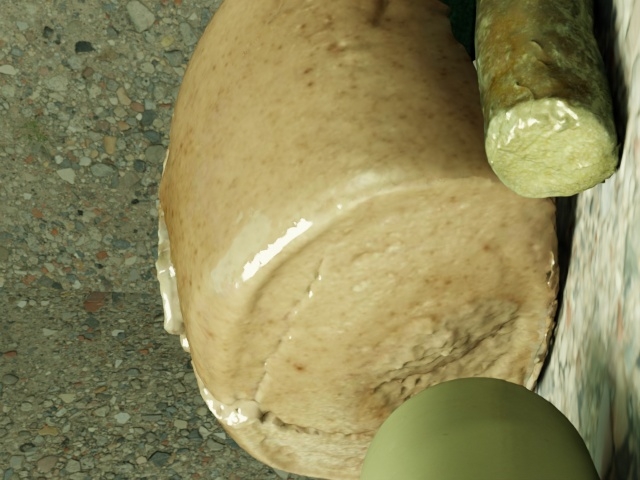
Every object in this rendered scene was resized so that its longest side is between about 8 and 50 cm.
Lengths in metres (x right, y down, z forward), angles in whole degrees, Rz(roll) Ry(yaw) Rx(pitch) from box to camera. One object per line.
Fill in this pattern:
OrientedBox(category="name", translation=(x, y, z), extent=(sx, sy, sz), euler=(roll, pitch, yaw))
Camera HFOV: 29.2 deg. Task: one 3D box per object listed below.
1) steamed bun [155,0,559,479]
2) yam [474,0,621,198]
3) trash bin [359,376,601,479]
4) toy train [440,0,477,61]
OrientedBox(category="steamed bun", translation=(0.000, 0.000, 0.705), extent=(0.301, 0.199, 0.251), euler=(86, 164, -52))
OrientedBox(category="yam", translation=(0.102, -0.137, 0.583), extent=(0.061, 0.061, 0.274), euler=(91, -177, -52))
OrientedBox(category="trash bin", translation=(0.053, 0.192, 0.417), extent=(0.247, 0.121, 0.243), euler=(-73, -14, -75))
OrientedBox(category="toy train", translation=(0.093, -0.242, 0.803), extent=(0.177, 0.116, 0.285), euler=(-50, -37, -67))
